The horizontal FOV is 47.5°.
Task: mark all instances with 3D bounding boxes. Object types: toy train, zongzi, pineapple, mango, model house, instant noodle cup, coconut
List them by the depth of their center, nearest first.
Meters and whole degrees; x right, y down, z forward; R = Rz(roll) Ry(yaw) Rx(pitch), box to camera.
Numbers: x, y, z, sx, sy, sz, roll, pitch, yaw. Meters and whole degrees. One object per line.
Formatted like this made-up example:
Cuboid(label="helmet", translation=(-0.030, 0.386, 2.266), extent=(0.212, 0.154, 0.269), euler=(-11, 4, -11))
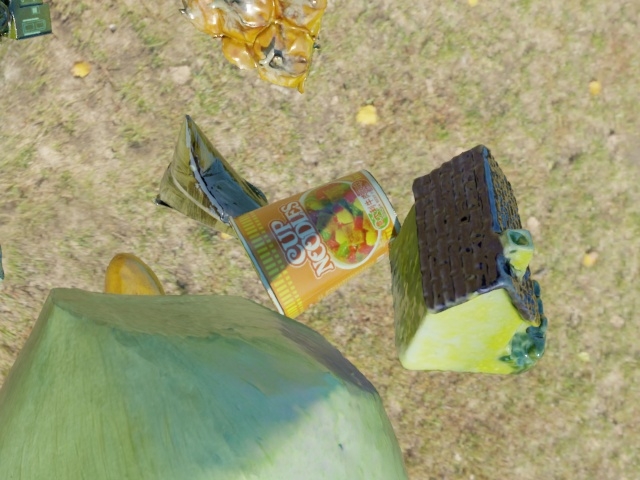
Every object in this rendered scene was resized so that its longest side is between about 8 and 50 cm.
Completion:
Cuboid(label="coconut", translation=(-0.099, 0.169, 0.509), extent=(0.281, 0.329, 0.328), euler=(-46, 114, -43))
Cuboid(label="pineapple", translation=(-0.037, -0.252, 0.517), extent=(0.140, 0.164, 0.249), euler=(14, 79, -10))
Cuboid(label="model house", translation=(0.179, 0.015, 0.787), extent=(0.170, 0.211, 0.193), euler=(6, 54, -5))
Cuboid(label="instant noodle cup", translation=(0.000, 0.000, 0.934), extent=(0.185, 0.168, 0.168), euler=(-27, 106, -6))
Cuboid(label="zongzi", translation=(-0.143, -0.092, 1.144), extent=(0.205, 0.204, 0.094), euler=(27, 50, -6))
Cuboid(label="toy train", translation=(-0.515, -0.432, 1.174), extent=(0.137, 0.090, 0.225), euler=(-36, 138, -51))
Cuboid(label="mango", translation=(-0.416, 0.137, 1.615), extent=(0.109, 0.147, 0.227), euler=(-25, 95, -74))

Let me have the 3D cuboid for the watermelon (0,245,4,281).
Cuboid(label="watermelon", translation=(-0.600, 0.023, 1.222), extent=(0.080, 0.155, 0.101), euler=(49, 35, -43))
